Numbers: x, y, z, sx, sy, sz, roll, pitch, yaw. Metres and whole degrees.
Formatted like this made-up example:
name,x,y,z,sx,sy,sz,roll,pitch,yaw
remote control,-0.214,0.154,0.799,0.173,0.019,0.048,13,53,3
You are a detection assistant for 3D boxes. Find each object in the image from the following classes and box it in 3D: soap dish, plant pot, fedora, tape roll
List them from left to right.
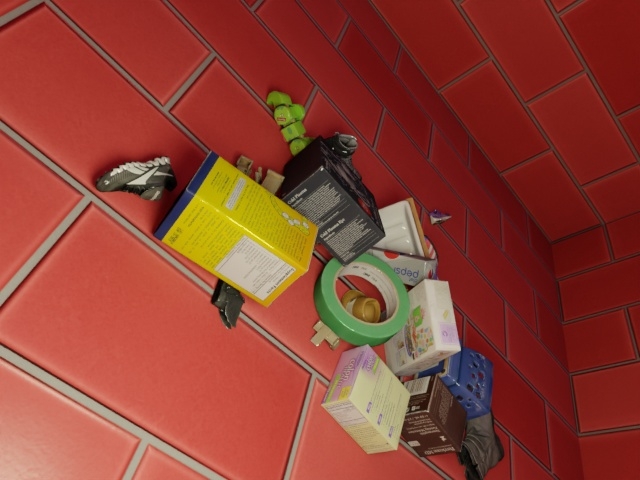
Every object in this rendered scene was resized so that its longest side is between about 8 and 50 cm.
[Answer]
name,x,y,z,sx,sy,sz,roll,pitch,yaw
tape roll,0.138,0.190,1.666,0.320,0.077,0.322,13,51,-16
fedora,0.155,0.252,1.750,0.194,0.079,0.195,29,47,-37
soap dish,0.298,0.005,1.971,0.118,0.228,0.291,27,46,-60
plant pot,0.478,0.514,1.862,0.212,0.236,0.236,42,41,-15

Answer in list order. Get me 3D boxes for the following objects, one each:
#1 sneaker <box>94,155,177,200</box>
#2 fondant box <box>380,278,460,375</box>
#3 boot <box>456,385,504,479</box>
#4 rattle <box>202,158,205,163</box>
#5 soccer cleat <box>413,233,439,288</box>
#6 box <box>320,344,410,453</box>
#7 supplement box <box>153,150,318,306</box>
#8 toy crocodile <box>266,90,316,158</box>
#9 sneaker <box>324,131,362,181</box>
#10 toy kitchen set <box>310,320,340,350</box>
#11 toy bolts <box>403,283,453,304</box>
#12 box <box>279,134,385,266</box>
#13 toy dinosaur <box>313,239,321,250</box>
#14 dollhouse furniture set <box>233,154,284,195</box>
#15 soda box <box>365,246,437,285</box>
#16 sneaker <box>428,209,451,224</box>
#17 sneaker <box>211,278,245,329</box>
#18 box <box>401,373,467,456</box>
name,x,y,z,sx,sy,sz,roll,pitch,yaw
sneaker,-0.449,-0.144,1.266,0.106,0.078,0.234,59,34,-1
fondant box,0.328,0.306,1.712,0.096,0.330,0.239,7,60,-18
boot,0.591,0.746,1.950,0.222,0.118,0.339,-12,73,-47
rattle,-0.283,-0.136,1.494,0.130,0.143,0.199,-39,57,-20
soccer cleat,0.424,0.127,2.078,0.116,0.108,0.319,-31,116,-40
box,0.147,0.492,1.559,0.243,0.117,0.214,51,38,-17
supplement box,-0.211,-0.025,1.317,0.356,0.194,0.195,36,36,-17
toy crocodile,-0.096,-0.392,1.844,0.115,0.105,0.341,-32,99,-54
sneaker,0.107,-0.320,1.986,0.268,0.153,0.101,37,44,-31
toy kitchen set,0.008,0.313,1.583,0.083,0.075,0.068,39,72,22
toy bolts,0.415,0.221,1.954,0.219,0.158,0.228,61,9,7
box,0.038,-0.141,1.678,0.312,0.179,0.343,44,18,-21
toy dinosaur,0.000,0.000,1.772,0.082,0.047,0.090,24,84,-52
dollhouse furniture set,-0.225,-0.148,1.559,0.160,0.101,0.182,27,44,-5
soda box,0.270,0.091,1.813,0.091,0.286,0.098,-2,102,-50
sneaker,0.605,-0.126,2.546,0.169,0.068,0.071,-6,67,-51
sneaker,-0.240,0.147,1.364,0.089,0.051,0.170,40,46,-28
box,0.369,0.598,1.717,0.203,0.168,0.167,51,38,-14
